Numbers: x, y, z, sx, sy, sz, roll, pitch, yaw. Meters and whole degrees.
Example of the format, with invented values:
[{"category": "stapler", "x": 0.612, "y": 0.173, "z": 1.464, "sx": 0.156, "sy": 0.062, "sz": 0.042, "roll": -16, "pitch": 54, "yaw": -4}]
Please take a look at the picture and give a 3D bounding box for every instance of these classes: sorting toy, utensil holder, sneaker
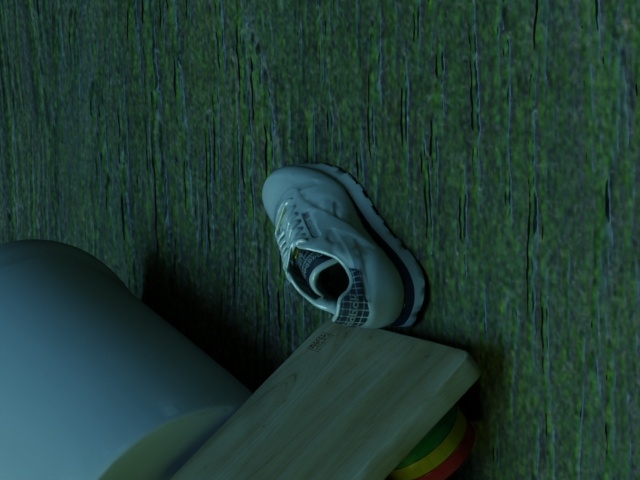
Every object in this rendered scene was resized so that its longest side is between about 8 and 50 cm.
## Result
[{"category": "sorting toy", "x": 0.006, "y": 0.201, "z": 1.700, "sx": 0.089, "sy": 0.257, "sz": 0.255, "roll": 52, "pitch": 162, "yaw": -22}, {"category": "utensil holder", "x": -0.237, "y": 0.218, "z": 1.966, "sx": 0.385, "sy": 0.328, "sz": 0.327, "roll": 32, "pitch": 122, "yaw": 47}, {"category": "sneaker", "x": 0.000, "y": 0.000, "z": 1.773, "sx": 0.235, "sy": 0.095, "sz": 0.090, "roll": 44, "pitch": 133, "yaw": 45}]
